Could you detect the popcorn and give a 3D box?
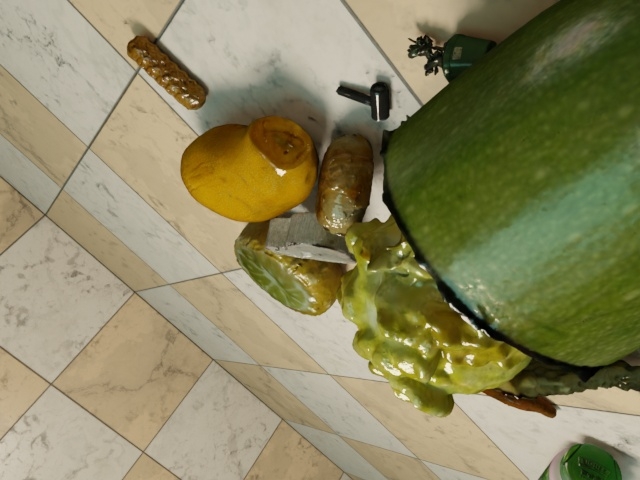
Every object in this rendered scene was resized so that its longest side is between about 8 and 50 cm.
[{"bbox_3d":[0.161,0.069,0.716,0.312,0.312,0.312,27,151,17],"label":"popcorn"}]

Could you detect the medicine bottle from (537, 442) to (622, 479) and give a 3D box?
[{"bbox_3d":[0.551,0.531,1.122,0.133,0.133,0.274,22,148,25],"label":"medicine bottle"}]

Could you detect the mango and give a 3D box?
[{"bbox_3d":[-0.121,-0.113,0.875,0.359,0.144,0.187,4,145,50],"label":"mango"}]

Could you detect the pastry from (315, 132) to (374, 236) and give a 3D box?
[{"bbox_3d":[0.035,-0.081,0.766,0.081,0.153,0.153,14,150,-1],"label":"pastry"}]

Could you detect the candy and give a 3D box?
[{"bbox_3d":[-0.068,0.055,1.119,0.260,0.118,0.260,32,156,16],"label":"candy"}]

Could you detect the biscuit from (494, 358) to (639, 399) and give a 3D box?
[{"bbox_3d":[0.349,0.193,0.799,0.273,0.036,0.187,3,-178,-24],"label":"biscuit"}]

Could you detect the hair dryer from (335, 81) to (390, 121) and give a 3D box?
[{"bbox_3d":[0.056,-0.194,0.695,0.083,0.026,0.047,29,150,29],"label":"hair dryer"}]

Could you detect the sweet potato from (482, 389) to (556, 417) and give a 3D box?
[{"bbox_3d":[0.354,0.294,1.067,0.264,0.057,0.057,29,151,5],"label":"sweet potato"}]

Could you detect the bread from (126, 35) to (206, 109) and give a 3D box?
[{"bbox_3d":[-0.261,-0.284,0.884,0.157,0.044,0.052,42,146,-11],"label":"bread"}]

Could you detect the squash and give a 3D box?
[{"bbox_3d":[0.255,-0.093,0.419,0.310,0.310,0.309,38,130,-4],"label":"squash"}]

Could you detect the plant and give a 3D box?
[{"bbox_3d":[0.137,-0.198,0.565,0.102,0.051,0.051,21,149,35],"label":"plant"}]

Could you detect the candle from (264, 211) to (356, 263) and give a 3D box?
[{"bbox_3d":[0.000,0.000,0.919,0.168,0.068,0.192,14,170,-31],"label":"candle"}]
